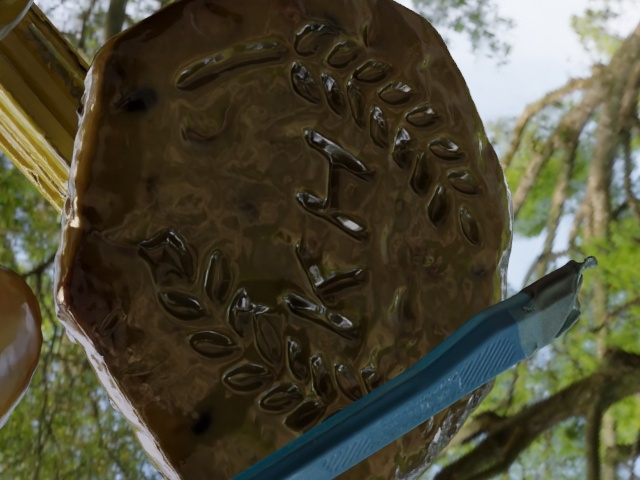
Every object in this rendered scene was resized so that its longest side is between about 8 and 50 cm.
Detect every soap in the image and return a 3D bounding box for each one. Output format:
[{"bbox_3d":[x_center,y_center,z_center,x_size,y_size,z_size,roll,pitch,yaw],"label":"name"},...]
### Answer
[{"bbox_3d":[-0.339,-0.187,1.191,0.096,0.204,0.324,-43,-82,-21],"label":"soap"}]

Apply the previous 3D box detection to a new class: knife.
[{"bbox_3d":[0.034,0.086,0.570,0.297,0.044,0.026,-27,-137,-23],"label":"knife"}]

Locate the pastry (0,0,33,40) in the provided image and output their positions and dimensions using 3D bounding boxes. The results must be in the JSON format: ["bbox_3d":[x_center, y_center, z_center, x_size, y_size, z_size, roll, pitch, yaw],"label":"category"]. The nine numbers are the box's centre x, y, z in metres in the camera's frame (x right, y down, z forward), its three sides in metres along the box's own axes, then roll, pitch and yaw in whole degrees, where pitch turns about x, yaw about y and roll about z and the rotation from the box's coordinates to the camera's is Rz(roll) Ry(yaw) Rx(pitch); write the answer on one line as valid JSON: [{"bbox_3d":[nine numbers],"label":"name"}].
[{"bbox_3d":[-0.227,-0.157,0.434,0.255,0.311,0.162,48,-150,-15],"label":"pastry"}]

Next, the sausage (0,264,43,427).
[{"bbox_3d":[-0.180,0.034,0.323,0.098,0.098,0.238,43,-165,26],"label":"sausage"}]

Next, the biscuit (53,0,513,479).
[{"bbox_3d":[0.000,0.001,0.673,0.359,0.359,0.046,-16,-174,-39],"label":"biscuit"}]
